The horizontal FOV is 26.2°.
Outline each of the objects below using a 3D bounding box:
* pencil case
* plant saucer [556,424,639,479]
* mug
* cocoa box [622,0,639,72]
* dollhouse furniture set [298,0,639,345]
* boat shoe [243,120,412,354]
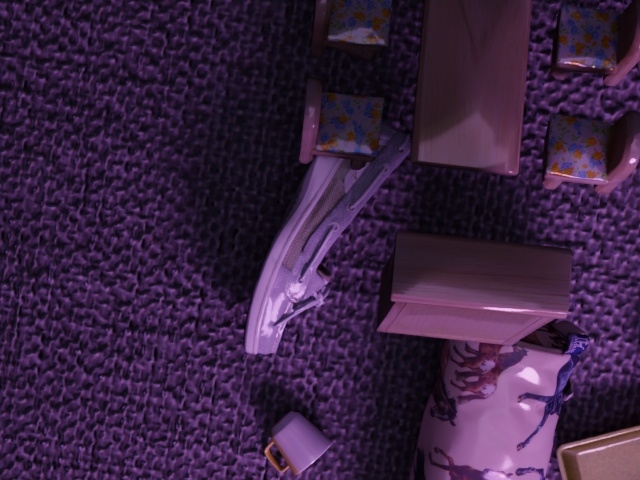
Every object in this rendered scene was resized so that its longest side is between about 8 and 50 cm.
[{"bbox_3d":[0.201,0.282,1.648,0.183,0.160,0.410,9,99,-20],"label":"pencil case"},{"bbox_3d":[0.401,0.315,1.714,0.188,0.045,0.188,-15,99,1],"label":"plant saucer"},{"bbox_3d":[-0.034,0.250,1.694,0.078,0.062,0.064,-41,89,-1],"label":"mug"},{"bbox_3d":[0.480,-0.259,1.531,0.231,0.228,0.347,-14,99,2],"label":"cocoa box"},{"bbox_3d":[0.160,-0.105,1.449,0.362,0.256,0.394,6,79,-2],"label":"dollhouse furniture set"},{"bbox_3d":[0.001,-0.001,1.627,0.103,0.118,0.320,26,91,0],"label":"boat shoe"}]
